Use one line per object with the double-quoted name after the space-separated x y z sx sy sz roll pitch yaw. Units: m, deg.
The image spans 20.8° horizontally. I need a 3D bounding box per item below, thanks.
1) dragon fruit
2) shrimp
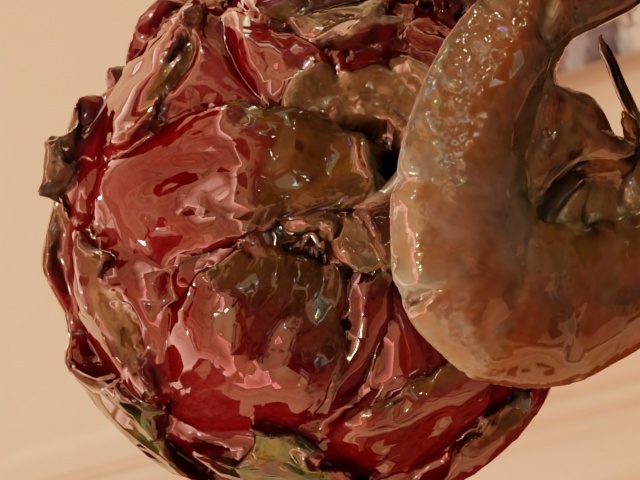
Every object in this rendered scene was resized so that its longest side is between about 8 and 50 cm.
-0.002 0.003 0.984 0.329 0.329 0.329 45 -144 -48 "dragon fruit"
0.126 -0.052 0.584 0.251 0.052 0.143 -39 -57 -17 "shrimp"
